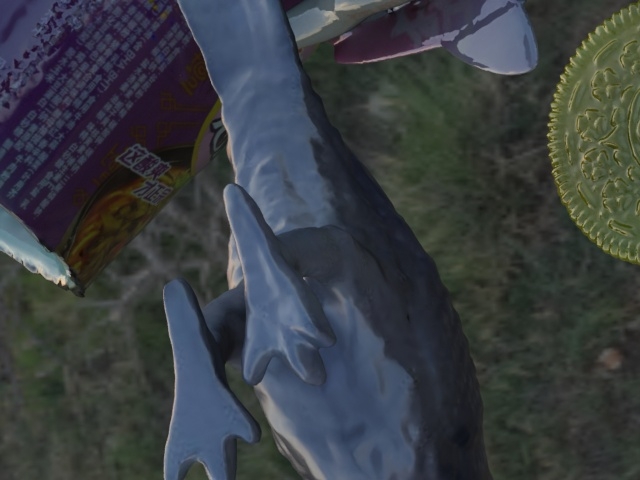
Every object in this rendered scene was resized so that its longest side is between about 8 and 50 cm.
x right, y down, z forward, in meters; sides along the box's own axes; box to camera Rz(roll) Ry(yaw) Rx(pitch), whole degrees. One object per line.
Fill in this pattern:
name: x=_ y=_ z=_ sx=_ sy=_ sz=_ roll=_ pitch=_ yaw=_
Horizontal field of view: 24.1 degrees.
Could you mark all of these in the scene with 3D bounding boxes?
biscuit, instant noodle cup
biscuit: x=0.108 y=-0.033 z=0.454 sx=0.084 sy=0.023 sz=0.084 roll=-5 pitch=82 yaw=40
instant noodle cup: x=-0.161 y=-0.140 z=0.902 sx=0.340 sy=0.340 sz=0.266 roll=22 pitch=74 yaw=46

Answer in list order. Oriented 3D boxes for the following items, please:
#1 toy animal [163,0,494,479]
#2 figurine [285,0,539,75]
toy animal: x=-0.003 y=0.021 z=0.551 sx=0.081 sy=0.206 sz=0.367 roll=-27 pitch=92 yaw=20
figurine: x=0.045 y=-0.173 z=0.689 sx=0.260 sy=0.103 sz=0.205 roll=-23 pitch=100 yaw=31
